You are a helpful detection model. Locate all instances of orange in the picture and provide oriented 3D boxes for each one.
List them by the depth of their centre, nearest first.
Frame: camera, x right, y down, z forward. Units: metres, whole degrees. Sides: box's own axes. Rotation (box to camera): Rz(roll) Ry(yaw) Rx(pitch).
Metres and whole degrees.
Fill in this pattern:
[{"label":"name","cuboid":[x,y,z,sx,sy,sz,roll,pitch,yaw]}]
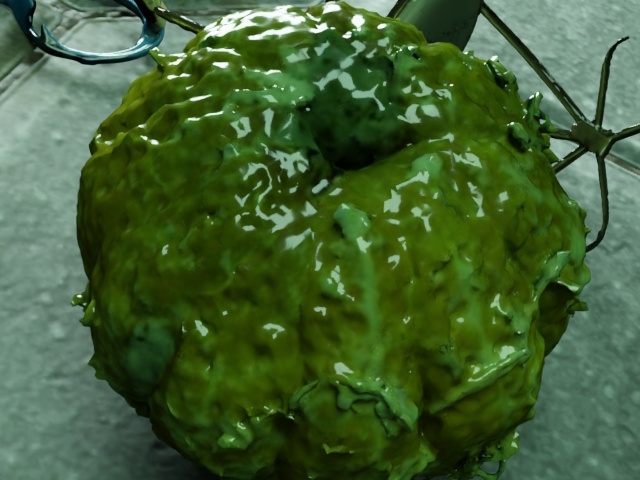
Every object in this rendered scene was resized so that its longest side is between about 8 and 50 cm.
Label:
[{"label":"orange","cuboid":[0.000,0.000,0.848,0.300,0.223,0.301,26,57,6]}]

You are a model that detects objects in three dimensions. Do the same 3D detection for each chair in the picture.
[{"label":"chair","cuboid":[0.069,-0.132,1.029,0.326,0.159,0.170,34,12,17]}]

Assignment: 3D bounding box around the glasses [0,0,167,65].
[{"label":"glasses","cuboid":[-0.215,-0.190,1.018,0.239,0.207,0.102,11,81,-10]}]
